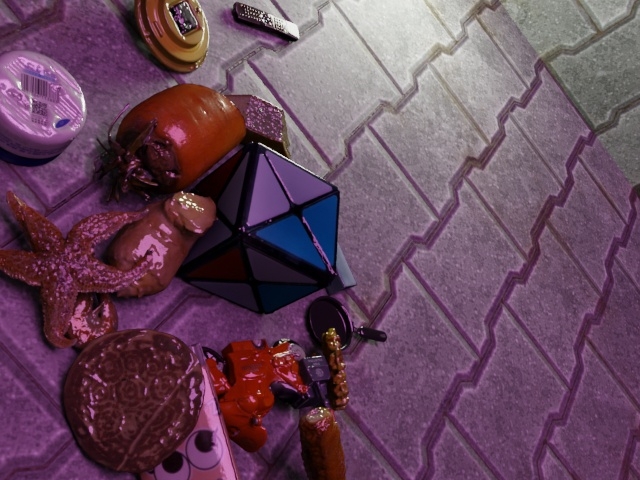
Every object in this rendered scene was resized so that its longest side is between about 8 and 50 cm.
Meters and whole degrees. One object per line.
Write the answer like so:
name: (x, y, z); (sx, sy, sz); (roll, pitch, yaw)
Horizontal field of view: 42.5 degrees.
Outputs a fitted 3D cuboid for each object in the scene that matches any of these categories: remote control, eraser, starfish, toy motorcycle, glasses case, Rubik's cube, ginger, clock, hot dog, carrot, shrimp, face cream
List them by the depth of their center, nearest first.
starfish: (-0.460, 0.023, 1.455); (0.302, 0.060, 0.299); (28, 71, -11)
eraser: (-0.253, 0.349, 1.478); (0.171, 0.087, 0.291); (-18, 76, -3)
shrimp: (-0.422, 0.114, 1.512); (0.101, 0.042, 0.190); (8, 66, -32)
face cream: (-0.551, -0.253, 1.552); (0.205, 0.111, 0.206); (23, 54, -36)
ginger: (-0.317, 0.001, 1.603); (0.138, 0.152, 0.267); (43, 76, -20)
hot dog: (0.013, 0.450, 1.623); (0.083, 0.068, 0.289); (-23, 123, -19)
toy motorcycle: (-0.112, 0.300, 1.635); (0.325, 0.148, 0.221); (0, 59, -43)
carrot: (-0.315, -0.205, 1.688); (0.214, 0.193, 0.331); (52, 42, -13)
Rubik's cube: (-0.127, -0.020, 1.727); (0.246, 0.250, 0.248); (26, 53, -31)
clock: (-0.330, -0.509, 1.912); (0.237, 0.057, 0.237); (22, 62, -49)
glasses case: (0.000, 0.000, 1.995); (0.266, 0.056, 0.105); (66, 18, 8)
remote control: (-0.144, -0.582, 2.198); (0.212, 0.028, 0.059); (10, 64, -40)

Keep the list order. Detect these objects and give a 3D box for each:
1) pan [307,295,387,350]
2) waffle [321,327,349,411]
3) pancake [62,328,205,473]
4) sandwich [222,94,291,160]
pan: (0.061, 0.209, 1.939); (0.235, 0.028, 0.136); (19, 56, -32)
waffle: (0.030, 0.282, 1.779); (0.038, 0.191, 0.191); (-7, 68, -6)
pancake: (-0.326, 0.270, 1.432); (0.249, 0.031, 0.250); (1, 77, -3)
sandwich: (-0.154, -0.273, 1.966); (0.258, 0.096, 0.094); (21, 59, -32)
